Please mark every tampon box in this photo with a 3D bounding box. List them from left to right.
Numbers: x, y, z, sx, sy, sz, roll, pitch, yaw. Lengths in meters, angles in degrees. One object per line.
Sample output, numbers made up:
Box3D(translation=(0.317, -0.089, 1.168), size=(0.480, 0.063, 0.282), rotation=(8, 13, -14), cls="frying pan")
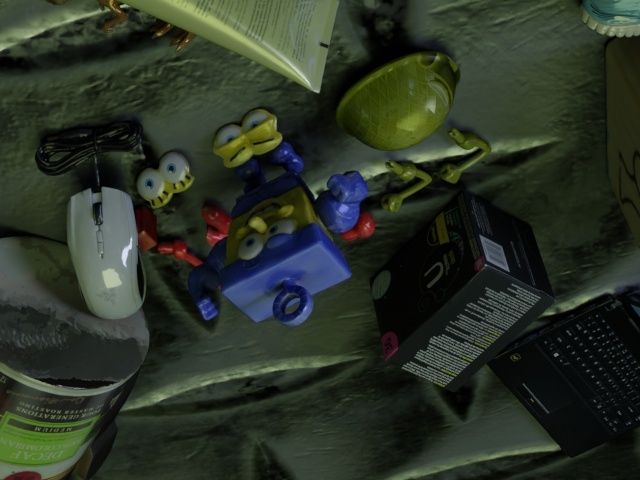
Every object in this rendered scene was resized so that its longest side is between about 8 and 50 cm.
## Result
Box3D(translation=(0.144, 0.054, 1.362), size=(0.101, 0.120, 0.161), rotation=(27, 123, -28), cls="tampon box")

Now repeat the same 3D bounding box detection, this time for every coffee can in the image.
Box3D(translation=(-0.322, 0.160, 1.339), size=(0.201, 0.201, 0.275), rotation=(19, 126, -22), cls="coffee can")

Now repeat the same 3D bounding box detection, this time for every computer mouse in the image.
Box3D(translation=(-0.208, -0.014, 1.251), size=(0.106, 0.042, 0.193), rotation=(-9, 101, 0), cls="computer mouse")

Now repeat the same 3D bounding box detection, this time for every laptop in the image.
Box3D(translation=(0.368, 0.185, 1.500), size=(0.264, 0.136, 0.234), rotation=(-29, 128, 17), cls="laptop")

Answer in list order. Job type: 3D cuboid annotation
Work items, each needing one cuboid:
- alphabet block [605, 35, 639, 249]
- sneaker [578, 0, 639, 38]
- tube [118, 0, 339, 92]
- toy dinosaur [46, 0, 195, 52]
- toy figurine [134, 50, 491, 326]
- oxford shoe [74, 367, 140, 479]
Box3D(translation=(0.387, -0.080, 1.225), size=(0.193, 0.197, 0.192), rotation=(-12, 132, 3), cls="alphabet block")
Box3D(translation=(0.320, -0.223, 1.180), size=(0.162, 0.063, 0.073), rotation=(-1, 128, -7), cls="sneaker")
Box3D(translation=(-0.098, -0.202, 1.078), size=(0.240, 0.062, 0.070), rotation=(18, 111, -21), cls="tube")
Box3D(translation=(-0.138, -0.225, 1.114), size=(0.211, 0.064, 0.112), rotation=(-21, 130, 10), cls="toy dinosaur")
Box3D(translation=(0.000, 0.000, 1.231), size=(0.362, 0.217, 0.191), rotation=(-25, 130, 14), cls="toy figurine")
Box3D(translation=(-0.257, 0.175, 1.454), size=(0.076, 0.076, 0.212), rotation=(32, 119, 10), cls="oxford shoe")
